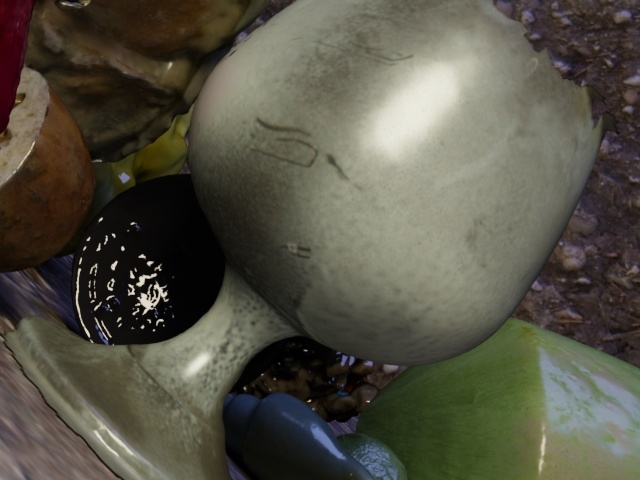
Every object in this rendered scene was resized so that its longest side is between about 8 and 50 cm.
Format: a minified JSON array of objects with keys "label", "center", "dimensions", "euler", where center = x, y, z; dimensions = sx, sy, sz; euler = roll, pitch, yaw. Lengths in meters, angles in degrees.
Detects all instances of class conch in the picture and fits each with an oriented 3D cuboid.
[{"label":"conch","center":[-0.031,0.162,1.056],"dimensions":[0.180,0.088,0.065],"euler":[27,34,30]}]

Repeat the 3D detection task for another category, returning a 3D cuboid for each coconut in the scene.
[{"label":"coconut","center":[0.029,0.199,1.144],"dimensions":[0.088,0.088,0.096],"euler":[43,4,-4]},{"label":"coconut","center":[0.176,0.212,1.265],"dimensions":[0.328,0.281,0.328],"euler":[22,32,-14]}]

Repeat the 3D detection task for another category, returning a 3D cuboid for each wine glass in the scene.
[{"label":"wine glass","center":[0.000,0.000,0.817],"dimensions":[0.238,0.323,0.238],"euler":[41,0,0]}]

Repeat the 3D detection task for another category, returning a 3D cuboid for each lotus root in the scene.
[{"label":"lotus root","center":[-0.191,-0.036,0.772],"dimensions":[0.122,0.112,0.081],"euler":[22,-29,32]}]

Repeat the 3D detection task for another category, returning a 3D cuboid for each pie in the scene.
[{"label":"pie","center":[-0.195,-0.143,0.800],"dimensions":[0.337,0.338,0.075],"euler":[45,34,-50]}]

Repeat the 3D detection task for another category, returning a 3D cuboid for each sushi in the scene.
[{"label":"sushi","center":[-0.030,0.095,1.505],"dimensions":[0.225,0.218,0.238],"euler":[9,21,12]}]

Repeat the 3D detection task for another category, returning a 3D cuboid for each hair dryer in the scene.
[{"label":"hair dryer","center":[-0.095,-0.023,1.096],"dimensions":[0.156,0.284,0.320],"euler":[-1,-4,-1]}]

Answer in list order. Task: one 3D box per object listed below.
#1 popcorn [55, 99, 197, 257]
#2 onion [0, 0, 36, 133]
[{"label":"popcorn","center":[-0.208,-0.160,1.085],"dimensions":[0.293,0.292,0.334],"euler":[48,3,0]},{"label":"onion","center":[-0.123,-0.056,0.326],"dimensions":[0.195,0.218,0.139],"euler":[-176,-114,-78]}]
